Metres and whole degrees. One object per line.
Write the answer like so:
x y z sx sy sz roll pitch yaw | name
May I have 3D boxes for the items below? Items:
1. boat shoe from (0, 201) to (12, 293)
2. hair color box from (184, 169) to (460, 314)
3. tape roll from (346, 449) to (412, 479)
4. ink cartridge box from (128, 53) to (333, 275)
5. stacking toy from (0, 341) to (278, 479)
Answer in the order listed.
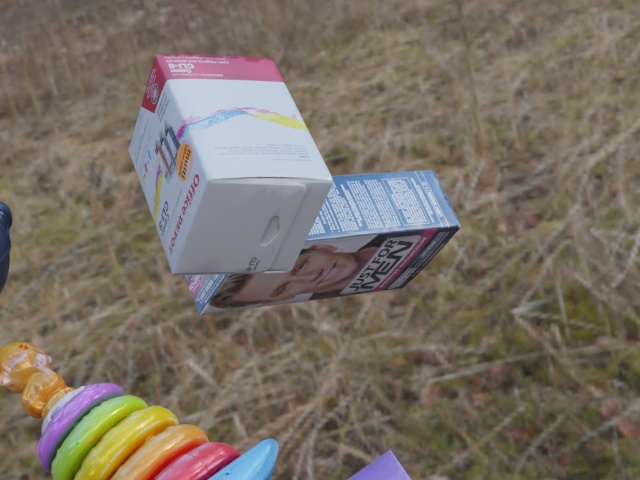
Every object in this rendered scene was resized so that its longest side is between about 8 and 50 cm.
-0.312 0.048 0.938 0.258 0.109 0.089 -24 35 41 | boat shoe
0.000 0.000 1.558 0.347 0.105 0.174 -5 -31 -34 | hair color box
0.142 0.434 1.616 0.090 0.275 0.275 -34 19 -4 | tape roll
-0.090 -0.071 1.084 0.127 0.128 0.176 -2 47 -29 | ink cartridge box
-0.207 0.198 1.099 0.302 0.165 0.175 37 34 18 | stacking toy
